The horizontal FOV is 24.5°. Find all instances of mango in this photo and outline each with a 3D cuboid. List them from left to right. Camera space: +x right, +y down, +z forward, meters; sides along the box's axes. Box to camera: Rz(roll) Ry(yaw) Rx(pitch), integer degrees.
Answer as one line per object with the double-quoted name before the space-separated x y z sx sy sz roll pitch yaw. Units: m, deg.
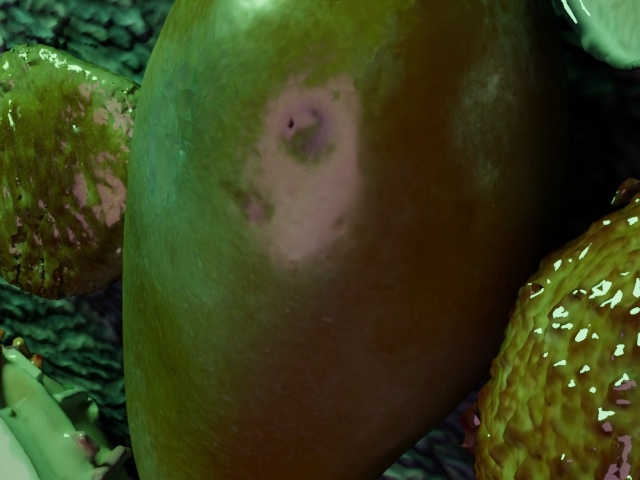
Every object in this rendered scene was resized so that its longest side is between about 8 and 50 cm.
"mango" 0.000 0.000 0.706 0.221 0.199 0.384 51 133 47

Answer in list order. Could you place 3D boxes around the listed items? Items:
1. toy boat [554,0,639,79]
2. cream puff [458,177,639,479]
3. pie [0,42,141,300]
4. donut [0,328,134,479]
"toy boat" 0.140 -0.164 0.550 0.155 0.085 0.227 132 132 -68
"cream puff" 0.215 0.124 0.577 0.350 0.229 0.350 4 132 4
"pie" -0.155 -0.039 0.897 0.193 0.079 0.163 -23 97 42
"donut" -0.281 0.231 1.035 0.382 0.142 0.383 1 94 20
